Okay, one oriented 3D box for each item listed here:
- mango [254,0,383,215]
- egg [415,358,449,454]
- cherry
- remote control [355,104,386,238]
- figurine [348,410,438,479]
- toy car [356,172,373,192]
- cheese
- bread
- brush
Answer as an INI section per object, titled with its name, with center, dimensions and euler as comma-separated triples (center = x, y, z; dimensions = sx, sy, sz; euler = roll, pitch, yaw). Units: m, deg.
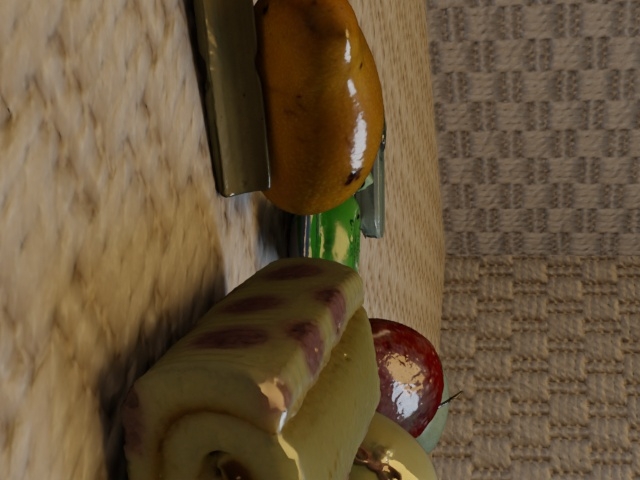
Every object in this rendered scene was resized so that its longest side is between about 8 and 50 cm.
[mango]
center = -0.007, -0.143, 1.009
dimensions = 0.177, 0.120, 0.295
euler = 56, -28, 27
[egg]
center = 0.131, 0.269, 1.733
dimensions = 0.169, 0.169, 0.236
euler = -49, 143, -73
[cherry]
center = 0.078, 0.196, 1.446
dimensions = 0.175, 0.192, 0.249
euler = 51, -4, 38
[remote control]
center = 0.092, -0.126, 1.840
dimensions = 0.104, 0.052, 0.247
euler = 10, 80, -80
[figurine]
center = -0.018, 0.339, 1.029
dimensions = 0.274, 0.226, 0.394
euler = -63, 175, 24
[toy car]
center = 0.012, -0.123, 1.251
dimensions = 0.186, 0.058, 0.093
euler = 42, 18, -52
[cheese]
center = 0.000, 0.000, 1.286
dimensions = 0.320, 0.083, 0.204
euler = 31, 62, -80
[bread]
center = -0.047, 0.136, 0.868
dimensions = 0.338, 0.155, 0.187
euler = -46, 127, -71
[brush]
center = -0.085, -0.171, 0.940
dimensions = 0.048, 0.054, 0.282
euler = -120, -158, -58
